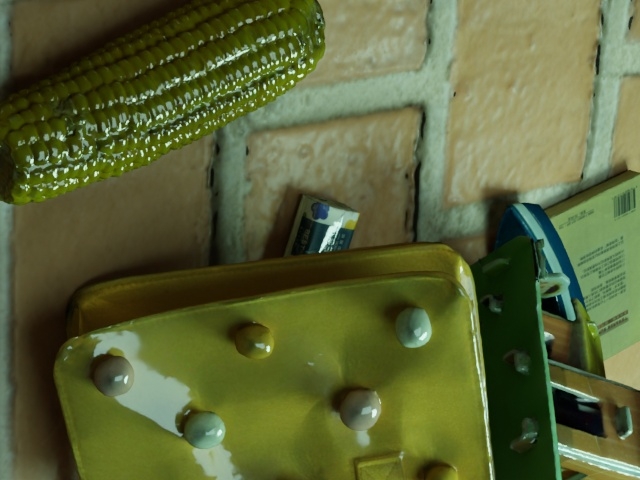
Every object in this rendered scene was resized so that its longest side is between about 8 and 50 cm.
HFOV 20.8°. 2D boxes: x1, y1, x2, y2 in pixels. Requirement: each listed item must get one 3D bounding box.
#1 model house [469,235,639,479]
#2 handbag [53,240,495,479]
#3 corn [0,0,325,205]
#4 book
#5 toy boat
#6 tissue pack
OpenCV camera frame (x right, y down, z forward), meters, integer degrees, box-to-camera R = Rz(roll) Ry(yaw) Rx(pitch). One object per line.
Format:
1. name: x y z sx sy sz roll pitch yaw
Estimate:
1. model house: 0.244 0.227 1.923 0.323 0.340 0.300 19 53 -31
2. handbag: -0.035 0.166 1.654 0.401 0.133 0.283 -9 113 -2
3. corn: -0.147 -0.138 1.574 0.363 0.120 0.120 -27 123 -24
4. book: 0.330 0.044 2.099 0.161 0.026 0.231 -24 121 -29
5. toy boat: 0.258 0.082 2.014 0.062 0.096 0.299 -36 122 -36
6. tissue pack: 0.000 0.000 1.799 0.062 0.042 0.083 12 101 -44
